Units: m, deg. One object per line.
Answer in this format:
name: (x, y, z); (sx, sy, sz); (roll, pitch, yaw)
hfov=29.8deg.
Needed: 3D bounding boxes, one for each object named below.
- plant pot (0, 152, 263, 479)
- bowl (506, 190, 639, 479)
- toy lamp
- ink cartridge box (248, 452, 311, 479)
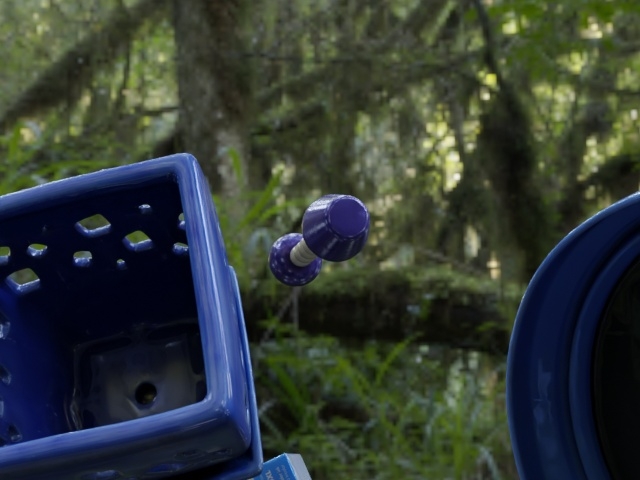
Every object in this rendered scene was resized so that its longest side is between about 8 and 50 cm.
plant pot: (-0.170, 0.098, 0.979); (0.236, 0.236, 0.212); (-14, -30, 5)
bowl: (0.293, 0.143, 0.774); (0.077, 0.391, 0.391); (-19, 5, -38)
toy lamp: (0.000, 0.000, 1.412); (0.080, 0.080, 0.275); (0, -9, -12)
ink cartridge box: (-0.121, 0.333, 1.424); (0.231, 0.078, 0.134); (-24, -12, 1)
